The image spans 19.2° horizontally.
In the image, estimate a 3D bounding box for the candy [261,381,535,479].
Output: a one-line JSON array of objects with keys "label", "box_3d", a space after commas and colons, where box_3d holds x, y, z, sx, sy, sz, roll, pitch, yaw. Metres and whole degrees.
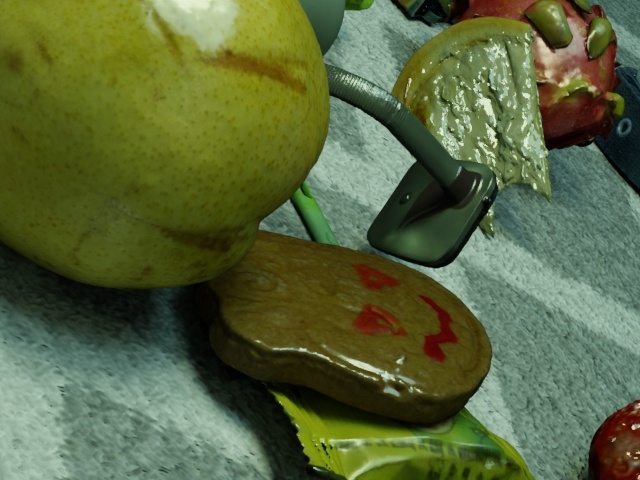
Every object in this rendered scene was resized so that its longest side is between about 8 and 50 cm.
[{"label": "candy", "box_3d": [0.082, 0.170, 1.524, 0.297, 0.081, 0.187, 23, 17, -33]}]

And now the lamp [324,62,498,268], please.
[{"label": "lamp", "box_3d": [0.009, -0.061, 1.731, 0.283, 0.203, 0.124, 39, -16, -24]}]

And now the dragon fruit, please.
[{"label": "dragon fruit", "box_3d": [0.237, -0.219, 2.292, 0.227, 0.243, 0.307, 4, -1, -22]}]

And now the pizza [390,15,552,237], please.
[{"label": "pizza", "box_3d": [0.172, -0.127, 2.112, 0.034, 0.181, 0.262, 59, 17, -67]}]

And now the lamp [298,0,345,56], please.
[{"label": "lamp", "box_3d": [-0.075, -0.224, 1.880, 0.197, 0.197, 0.244, 31, 49, -21]}]

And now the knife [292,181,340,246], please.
[{"label": "knife", "box_3d": [0.000, 0.001, 1.784, 0.054, 0.015, 0.212, 13, 36, -38]}]

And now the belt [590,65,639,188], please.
[{"label": "belt", "box_3d": [0.455, -0.152, 2.569, 0.122, 0.128, 0.218, 15, 34, -43]}]

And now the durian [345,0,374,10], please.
[{"label": "durian", "box_3d": [-0.027, -0.364, 2.215, 0.250, 0.139, 0.101, 49, 20, 17]}]

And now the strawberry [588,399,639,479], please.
[{"label": "strawberry", "box_3d": [0.399, 0.224, 1.783, 0.261, 0.257, 0.261, -20, 90, -76]}]

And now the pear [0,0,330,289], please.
[{"label": "pear", "box_3d": [-0.150, -0.113, 1.436, 0.314, 0.314, 0.314, 33, 25, -17]}]

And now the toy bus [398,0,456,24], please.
[{"label": "toy bus", "box_3d": [0.157, -0.350, 2.519, 0.103, 0.091, 0.182, 47, 23, 19]}]

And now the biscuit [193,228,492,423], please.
[{"label": "biscuit", "box_3d": [0.020, 0.061, 1.575, 0.257, 0.049, 0.273, 17, 18, -8]}]
